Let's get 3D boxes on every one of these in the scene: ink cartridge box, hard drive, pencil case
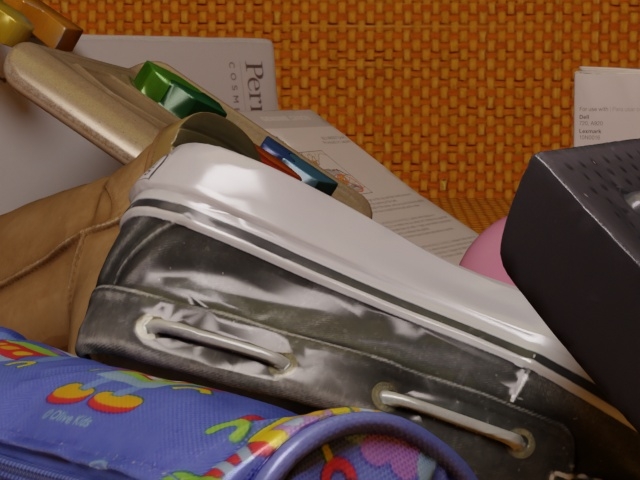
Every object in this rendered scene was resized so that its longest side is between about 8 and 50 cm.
[{"bbox_3d":[0.266,-0.025,1.225,0.093,0.219,0.160,4,8,33],"label":"ink cartridge box"},{"bbox_3d":[0.000,0.000,1.159,0.261,0.066,0.296,37,22,23],"label":"ink cartridge box"},{"bbox_3d":[0.182,0.065,0.561,0.254,0.054,0.172,47,27,18],"label":"hard drive"},{"bbox_3d":[-0.084,0.096,0.554,0.133,0.119,0.306,26,-13,-41],"label":"pencil case"}]

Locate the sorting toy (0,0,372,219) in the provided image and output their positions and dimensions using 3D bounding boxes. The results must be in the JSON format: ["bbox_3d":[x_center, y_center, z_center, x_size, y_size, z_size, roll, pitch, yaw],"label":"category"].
[{"bbox_3d":[-0.111,-0.094,1.037,0.307,0.041,0.229,34,12,10],"label":"sorting toy"}]

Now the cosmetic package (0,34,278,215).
[{"bbox_3d":[-0.244,-0.035,1.192,0.453,0.230,0.161,-6,1,-42],"label":"cosmetic package"}]

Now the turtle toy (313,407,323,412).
[{"bbox_3d":[0.004,0.097,0.753,0.066,0.095,0.130,27,19,30],"label":"turtle toy"}]

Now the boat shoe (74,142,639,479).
[{"bbox_3d":[0.055,0.082,0.664,0.335,0.119,0.121,24,-21,6],"label":"boat shoe"}]

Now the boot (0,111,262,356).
[{"bbox_3d":[-0.147,0.066,0.864,0.089,0.236,0.269,35,-38,-29],"label":"boot"}]

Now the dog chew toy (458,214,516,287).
[{"bbox_3d":[0.227,0.033,0.860,0.332,0.206,0.206,-8,6,3],"label":"dog chew toy"}]
